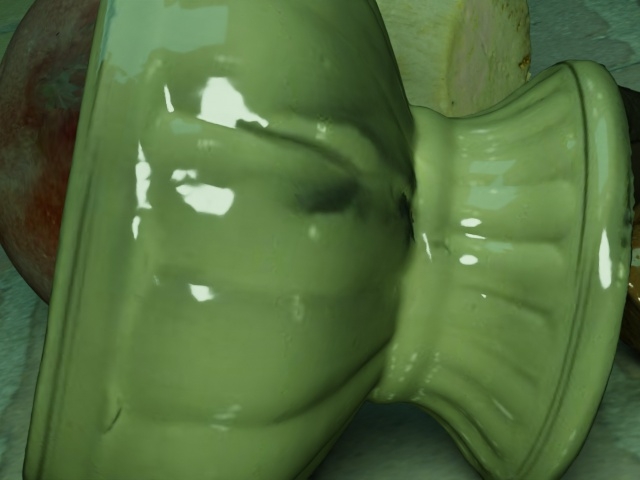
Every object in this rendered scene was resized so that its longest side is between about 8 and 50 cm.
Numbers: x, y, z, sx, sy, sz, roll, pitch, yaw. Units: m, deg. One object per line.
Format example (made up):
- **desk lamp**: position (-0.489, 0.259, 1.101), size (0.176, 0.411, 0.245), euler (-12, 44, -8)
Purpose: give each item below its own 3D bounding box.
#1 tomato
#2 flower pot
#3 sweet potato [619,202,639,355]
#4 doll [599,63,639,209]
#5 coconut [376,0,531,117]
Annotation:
- **tomato**: position (-0.088, -0.064, 1.103), size (0.270, 0.270, 0.227), euler (-3, -14, 31)
- **flower pot**: position (0.000, 0.000, 0.843), size (0.244, 0.307, 0.307), euler (11, 18, -8)
- **sweet potato**: position (0.226, 0.000, 0.974), size (0.097, 0.097, 0.252), euler (3, 22, 41)
- **doll**: position (0.164, -0.034, 1.006), size (0.057, 0.139, 0.165), euler (5, 17, 31)
- **coconut**: position (0.029, -0.133, 1.291), size (0.241, 0.241, 0.241), euler (-14, 19, 5)
